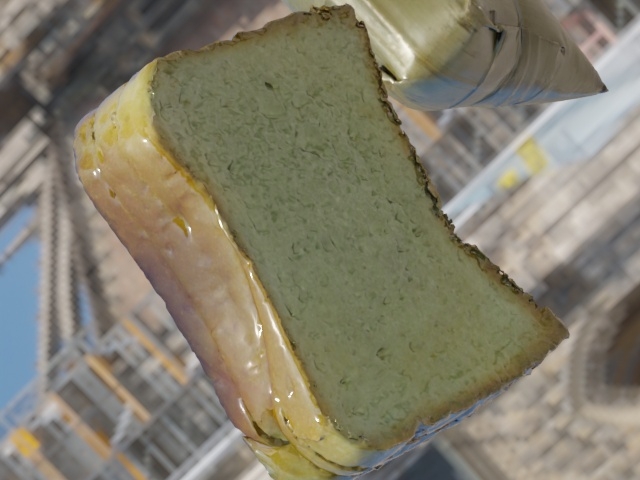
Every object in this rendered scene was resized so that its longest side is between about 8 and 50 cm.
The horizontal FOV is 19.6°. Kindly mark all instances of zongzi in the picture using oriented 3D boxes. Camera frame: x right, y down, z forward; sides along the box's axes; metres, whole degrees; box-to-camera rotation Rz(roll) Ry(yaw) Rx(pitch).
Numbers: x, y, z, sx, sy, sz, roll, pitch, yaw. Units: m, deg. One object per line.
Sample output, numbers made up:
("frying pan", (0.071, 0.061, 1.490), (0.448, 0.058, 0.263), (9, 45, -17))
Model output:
("zongzi", (0.069, -0.176, 1.248), (0.228, 0.115, 0.256), (47, -154, 26))

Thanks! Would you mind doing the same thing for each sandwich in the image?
("sandwich", (0.000, 0.000, 0.882), (0.186, 0.065, 0.215), (-22, -102, -48))
